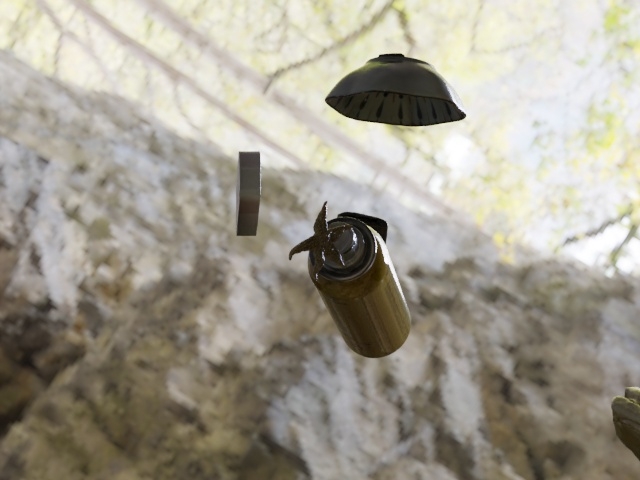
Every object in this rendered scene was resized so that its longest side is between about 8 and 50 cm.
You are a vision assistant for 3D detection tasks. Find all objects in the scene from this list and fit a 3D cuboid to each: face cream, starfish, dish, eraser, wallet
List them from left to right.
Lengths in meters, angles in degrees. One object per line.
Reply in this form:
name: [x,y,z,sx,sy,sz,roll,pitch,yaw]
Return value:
eraser: [-0.082,-0.052,1.588,0.105,0.026,0.065,102,-14,-65]
starfish: [0.000,0.000,1.648,0.092,0.086,0.016,-19,-169,-27]
face cream: [0.050,0.058,1.838,0.105,0.105,0.349,-58,161,-13]
wallet: [0.062,0.005,2.155,0.157,0.082,0.018,93,8,-60]
dish: [0.102,-0.203,1.861,0.191,0.190,0.066,88,7,-82]

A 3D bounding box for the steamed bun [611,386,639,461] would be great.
steamed bun: [0.539,0.250,1.824,0.189,0.247,0.428,-45,-152,-4]
